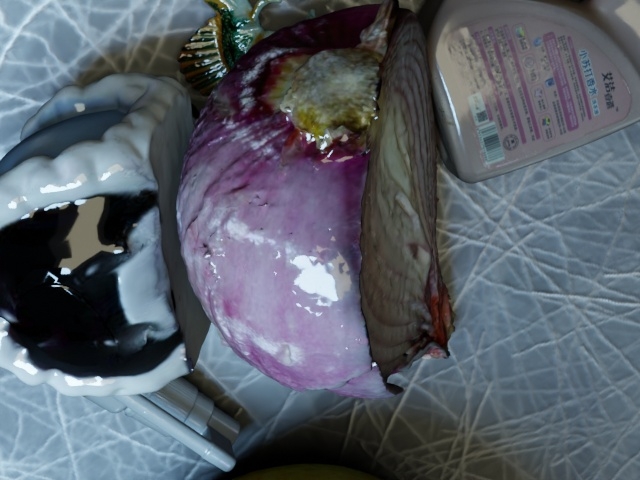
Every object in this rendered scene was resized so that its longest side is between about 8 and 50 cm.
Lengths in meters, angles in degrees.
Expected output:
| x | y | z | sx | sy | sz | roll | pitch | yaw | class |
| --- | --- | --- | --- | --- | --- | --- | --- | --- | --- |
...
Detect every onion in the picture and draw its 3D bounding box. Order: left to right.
| x | y | z | sx | sy | sz | roll | pitch | yaw | class |
| --- | --- | --- | --- | --- | --- | --- | --- | --- | --- |
| 0.000 | 0.000 | 0.804 | 0.159 | 0.267 | 0.348 | 5 | 148 | 17 | onion |

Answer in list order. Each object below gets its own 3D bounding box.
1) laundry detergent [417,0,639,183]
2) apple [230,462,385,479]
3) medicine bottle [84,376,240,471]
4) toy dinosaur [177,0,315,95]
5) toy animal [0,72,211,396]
| x | y | z | sx | sy | sz | roll | pitch | yaw | class |
| --- | --- | --- | --- | --- | --- | --- | --- | --- | --- |
| 0.189 | -0.158 | 0.852 | 0.237 | 0.076 | 0.171 | -22 | 108 | -2 | laundry detergent |
| -0.008 | 0.334 | 0.848 | 0.340 | 0.339 | 0.339 | -2 | 106 | -8 | apple |
| -0.160 | 0.108 | 0.869 | 0.221 | 0.092 | 0.061 | 34 | 94 | -16 | medicine bottle |
| -0.056 | -0.136 | 0.844 | 0.106 | 0.044 | 0.187 | -1 | 124 | -3 | toy dinosaur |
| -0.162 | -0.008 | 0.788 | 0.156 | 0.204 | 0.208 | 1 | 125 | 7 | toy animal |
